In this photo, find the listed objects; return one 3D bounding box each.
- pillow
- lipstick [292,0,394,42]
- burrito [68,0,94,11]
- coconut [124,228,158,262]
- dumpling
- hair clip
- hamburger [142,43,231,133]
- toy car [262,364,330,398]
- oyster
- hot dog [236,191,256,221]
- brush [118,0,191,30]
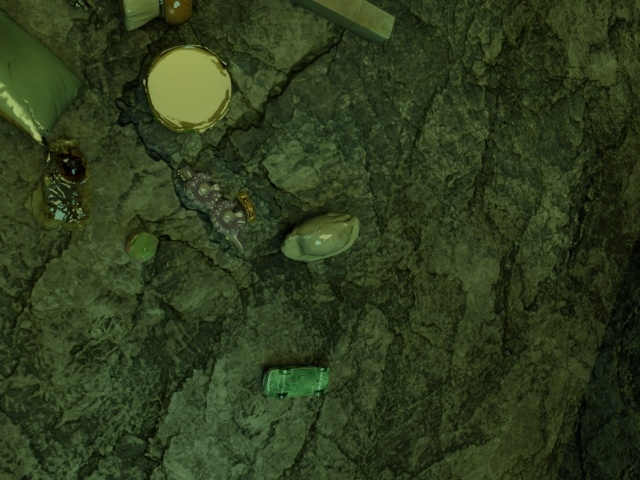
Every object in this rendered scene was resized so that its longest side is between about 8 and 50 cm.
[{"bbox_3d":[-0.676,-0.376,1.279,0.119,0.310,0.312,-39,117,21],"label":"pillow"},{"bbox_3d":[0.041,-0.681,1.698,0.371,0.079,0.076,17,88,-28],"label":"lipstick"},{"bbox_3d":[-0.608,-0.647,1.387,0.063,0.058,0.230,-35,113,-24],"label":"burrito"},{"bbox_3d":[-0.466,0.015,1.537,0.083,0.081,0.082,-3,111,-35],"label":"coconut"},{"bbox_3d":[0.000,0.000,1.749,0.247,0.142,0.173,-12,134,-11],"label":"dumpling"},{"bbox_3d":[-0.289,-0.092,1.619,0.106,0.084,0.292,-47,111,-33],"label":"hair clip"},{"bbox_3d":[-0.337,-0.385,1.509,0.237,0.149,0.237,-4,102,-18],"label":"hamburger"},{"bbox_3d":[-0.073,0.423,1.793,0.224,0.076,0.090,6,93,-35],"label":"toy car"},{"bbox_3d":[-0.620,-0.136,1.429,0.161,0.107,0.233,4,98,-36],"label":"oyster"},{"bbox_3d":[-0.207,-0.094,1.677,0.030,0.034,0.090,-27,109,-20],"label":"hot dog"},{"bbox_3d":[-0.415,-0.654,1.429,0.166,0.174,0.267,-9,93,-16],"label":"brush"}]
